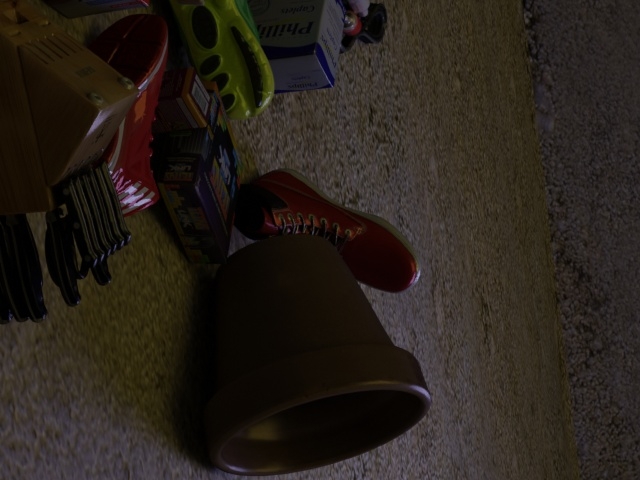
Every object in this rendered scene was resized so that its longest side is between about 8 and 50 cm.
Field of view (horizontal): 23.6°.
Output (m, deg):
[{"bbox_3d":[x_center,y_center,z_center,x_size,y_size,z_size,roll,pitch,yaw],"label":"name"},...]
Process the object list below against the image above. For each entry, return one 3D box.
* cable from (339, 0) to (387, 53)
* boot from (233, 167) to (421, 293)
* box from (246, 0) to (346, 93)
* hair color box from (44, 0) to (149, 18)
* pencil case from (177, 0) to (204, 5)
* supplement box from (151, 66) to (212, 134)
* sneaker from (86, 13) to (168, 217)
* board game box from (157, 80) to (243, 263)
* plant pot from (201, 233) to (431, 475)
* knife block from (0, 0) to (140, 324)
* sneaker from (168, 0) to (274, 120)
[{"bbox_3d":[0.067,-0.335,2.359,0.287,0.072,0.139,22,70,-68],"label":"cable"},{"bbox_3d":[0.000,0.000,1.901,0.088,0.244,0.176,-62,167,18],"label":"boot"},{"bbox_3d":[-0.044,-0.261,1.957,0.072,0.126,0.137,61,30,-50],"label":"box"},{"bbox_3d":[-0.241,-0.269,1.468,0.167,0.093,0.053,33,54,-64],"label":"hair color box"},{"bbox_3d":[-0.079,-0.439,1.673,0.410,0.160,0.183,-50,136,-33],"label":"pencil case"},{"bbox_3d":[-0.167,-0.149,1.655,0.055,0.083,0.043,62,30,-48],"label":"supplement box"},{"bbox_3d":[-0.203,-0.119,1.584,0.128,0.087,0.221,71,35,-54],"label":"sneaker"},{"bbox_3d":[-0.133,-0.075,1.738,0.170,0.048,0.141,74,19,-58],"label":"board game box"},{"bbox_3d":[-0.025,0.122,1.790,0.263,0.263,0.229,42,29,-62],"label":"plant pot"},{"bbox_3d":[-0.282,-0.073,1.354,0.275,0.242,0.088,38,23,4],"label":"knife block"},{"bbox_3d":[-0.135,-0.282,1.787,0.123,0.109,0.295,-161,-123,-78],"label":"sneaker"}]
